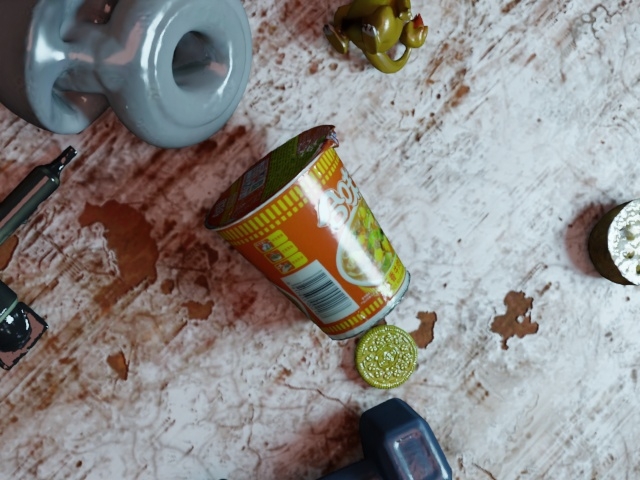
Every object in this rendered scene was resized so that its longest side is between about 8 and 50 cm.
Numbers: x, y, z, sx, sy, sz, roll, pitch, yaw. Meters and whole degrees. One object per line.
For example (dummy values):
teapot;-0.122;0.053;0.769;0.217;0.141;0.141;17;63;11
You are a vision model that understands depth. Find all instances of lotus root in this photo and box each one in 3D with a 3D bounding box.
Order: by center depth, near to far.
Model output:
lotus root;0.422;0.000;1.405;0.122;0.081;0.112;-13;94;-12

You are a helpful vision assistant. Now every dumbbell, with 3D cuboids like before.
dumbbell;-0.002;0.322;1.281;0.325;0.160;0.144;-22;108;-11

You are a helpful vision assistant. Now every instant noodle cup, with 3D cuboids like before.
instant noodle cup;0.000;0.000;1.268;0.193;0.193;0.212;-42;108;-8

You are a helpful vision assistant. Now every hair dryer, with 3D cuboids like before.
hair dryer;-0.355;-0.002;1.236;0.195;0.078;0.248;43;77;-13

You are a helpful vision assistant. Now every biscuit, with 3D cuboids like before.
biscuit;0.084;0.150;1.362;0.084;0.023;0.084;-1;93;-11

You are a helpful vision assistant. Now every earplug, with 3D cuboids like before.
earplug;-0.229;-0.216;1.209;0.325;0.175;0.214;-1;107;-22

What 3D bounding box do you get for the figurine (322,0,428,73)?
figurine;0.097;-0.292;1.321;0.122;0.121;0.176;40;72;-40
